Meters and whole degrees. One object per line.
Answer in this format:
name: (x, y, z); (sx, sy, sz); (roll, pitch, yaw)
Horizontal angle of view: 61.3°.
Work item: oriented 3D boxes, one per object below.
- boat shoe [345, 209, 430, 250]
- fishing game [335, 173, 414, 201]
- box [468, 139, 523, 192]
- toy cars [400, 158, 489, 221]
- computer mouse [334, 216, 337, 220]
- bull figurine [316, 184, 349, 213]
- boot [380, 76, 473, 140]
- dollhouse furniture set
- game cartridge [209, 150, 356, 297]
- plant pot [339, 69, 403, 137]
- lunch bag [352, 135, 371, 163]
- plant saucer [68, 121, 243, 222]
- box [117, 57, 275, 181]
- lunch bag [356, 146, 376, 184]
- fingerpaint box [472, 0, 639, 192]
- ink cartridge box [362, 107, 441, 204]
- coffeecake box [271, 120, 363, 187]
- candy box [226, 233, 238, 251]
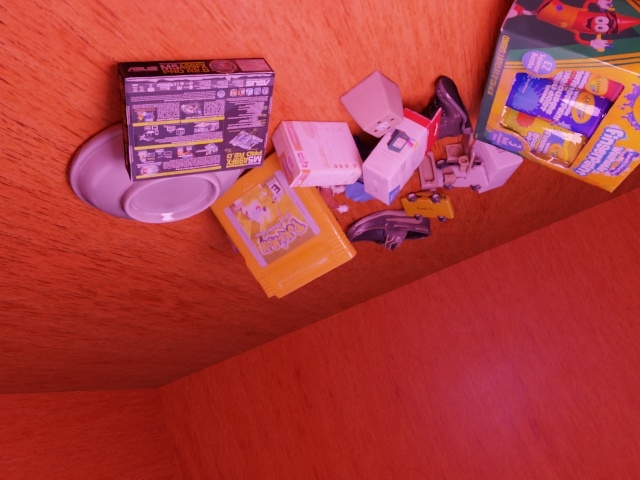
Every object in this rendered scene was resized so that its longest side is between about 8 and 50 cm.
boat shoe: (0.270, -0.037, 2.024); (0.355, 0.130, 0.132); (-13, 160, -20)
fishing game: (0.156, -0.185, 1.654); (0.264, 0.041, 0.189); (-3, 148, -27)
box: (0.542, -0.253, 1.713); (0.091, 0.130, 0.170); (-18, 162, -11)
toy cars: (0.417, -0.178, 1.800); (0.087, 0.176, 0.394); (-53, 180, -32)
computer mouse: (0.000, 0.000, 1.963); (0.184, 0.060, 0.262); (2, 152, -46)
bull figurine: (-0.022, -0.090, 1.463); (0.188, 0.101, 0.310); (10, 129, -47)
boot: (0.262, -0.295, 1.394); (0.229, 0.091, 0.263); (-19, 155, 21)
dollhouse furniture set: (0.364, -0.247, 1.573); (0.151, 0.144, 0.123); (-6, 156, 2)
game cartridge: (-0.106, -0.034, 1.389); (0.285, 0.324, 0.052); (-31, -178, 28)
plant pot: (0.128, -0.299, 1.223); (0.109, 0.096, 0.109); (-32, 158, 28)
lunch bag: (0.078, -0.222, 1.391); (0.065, 0.098, 0.067); (-27, 169, -47)
plant saucer: (-0.341, -0.130, 1.210); (0.400, 0.101, 0.400); (-17, 161, -6)
box: (-0.230, -0.226, 1.013); (0.270, 0.060, 0.216); (-11, 138, -25)
lunch bag: (0.141, -0.195, 1.493); (0.128, 0.096, 0.151); (18, 172, -39)
fingerpaint box: (0.560, -0.317, 1.184); (0.163, 0.371, 0.445); (-62, 165, -11)
ink cartridge box: (0.198, -0.216, 1.301); (0.231, 0.078, 0.134); (-53, 161, -15)
coffeecake box: (-0.005, -0.205, 1.274); (0.185, 0.142, 0.068); (-7, 157, -34)
candy box: (-0.150, -0.054, 1.559); (0.196, 0.070, 0.165); (-7, 142, -37)
